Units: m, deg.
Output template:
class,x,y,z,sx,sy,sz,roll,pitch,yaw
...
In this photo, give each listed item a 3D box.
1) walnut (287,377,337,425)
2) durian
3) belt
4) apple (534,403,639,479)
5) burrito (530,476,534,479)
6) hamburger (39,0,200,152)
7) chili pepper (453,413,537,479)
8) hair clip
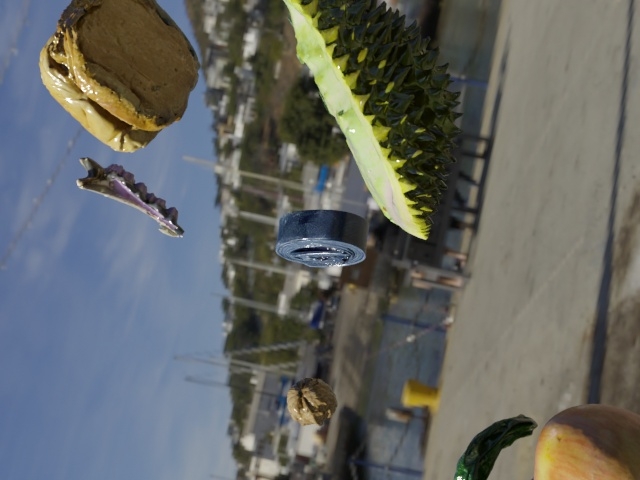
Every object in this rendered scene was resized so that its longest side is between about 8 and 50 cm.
class,x,y,z,sx,sy,sz,roll,pitch,yaw
walnut,-0.014,0.267,1.632,0.096,0.079,0.082,55,-164,-57
durian,0.040,-0.178,1.121,0.169,0.157,0.355,-48,62,44
belt,0.000,0.000,1.921,0.141,0.190,0.082,42,-130,-54
apple,0.398,0.331,1.405,0.164,0.209,0.209,13,91,60
burrito,0.521,0.526,2.152,0.299,0.105,0.143,-38,-26,-23
hamburger,-0.365,-0.327,1.814,0.158,0.318,0.318,-22,39,35
chili pepper,0.246,0.296,1.405,0.182,0.050,0.073,-36,-66,-29
hair clip,-0.398,-0.088,2.140,0.106,0.292,0.084,6,66,49
